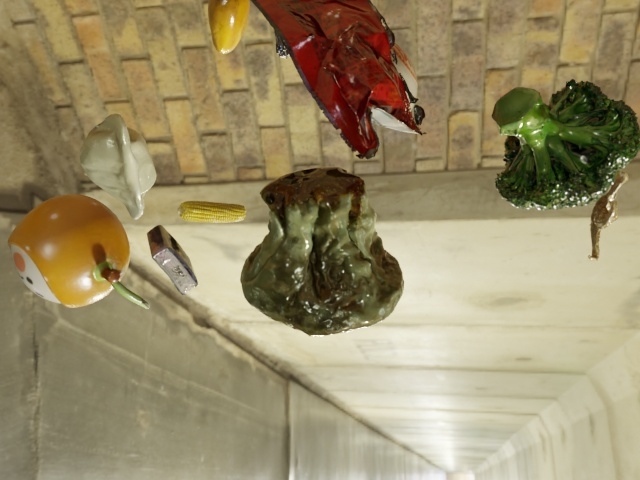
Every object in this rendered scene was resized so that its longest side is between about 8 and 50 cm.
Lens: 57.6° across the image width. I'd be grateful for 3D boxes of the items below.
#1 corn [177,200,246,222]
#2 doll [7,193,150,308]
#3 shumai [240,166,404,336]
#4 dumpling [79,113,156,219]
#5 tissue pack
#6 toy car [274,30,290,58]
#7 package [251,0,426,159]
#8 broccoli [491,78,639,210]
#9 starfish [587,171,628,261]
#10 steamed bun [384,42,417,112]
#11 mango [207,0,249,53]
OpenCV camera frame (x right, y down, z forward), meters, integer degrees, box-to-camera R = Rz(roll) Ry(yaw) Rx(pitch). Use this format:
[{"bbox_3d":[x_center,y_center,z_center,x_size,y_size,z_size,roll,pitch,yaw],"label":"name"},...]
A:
[{"bbox_3d":[-0.329,-0.086,1.764,0.067,0.206,0.067,-179,-90,-67],"label":"corn"},{"bbox_3d":[-0.429,0.030,1.062,0.213,0.236,0.213,-42,144,-41],"label":"doll"},{"bbox_3d":[0.000,0.000,1.336,0.324,0.397,0.323,-56,151,-51],"label":"shumai"},{"bbox_3d":[-0.549,-0.185,1.591,0.318,0.187,0.243,112,-39,-66],"label":"dumpling"},{"bbox_3d":[-0.319,0.037,1.247,0.112,0.051,0.156,56,-6,-27],"label":"tissue pack"},{"bbox_3d":[-0.091,-0.624,1.693,0.216,0.103,0.063,81,5,-56],"label":"toy car"},{"bbox_3d":[0.041,-0.243,0.785,0.194,0.071,0.269,-26,91,-41],"label":"package"},{"bbox_3d":[0.473,-0.200,1.160,0.297,0.297,0.297,34,48,-41],"label":"broccoli"},{"bbox_3d":[0.839,-0.102,1.715,0.302,0.060,0.299,-47,146,-51],"label":"starfish"},{"bbox_3d":[0.143,-0.397,1.381,0.232,0.145,0.232,42,13,-12],"label":"steamed bun"},{"bbox_3d":[-0.266,-0.634,1.664,0.219,0.112,0.145,112,-4,-47],"label":"mango"}]
